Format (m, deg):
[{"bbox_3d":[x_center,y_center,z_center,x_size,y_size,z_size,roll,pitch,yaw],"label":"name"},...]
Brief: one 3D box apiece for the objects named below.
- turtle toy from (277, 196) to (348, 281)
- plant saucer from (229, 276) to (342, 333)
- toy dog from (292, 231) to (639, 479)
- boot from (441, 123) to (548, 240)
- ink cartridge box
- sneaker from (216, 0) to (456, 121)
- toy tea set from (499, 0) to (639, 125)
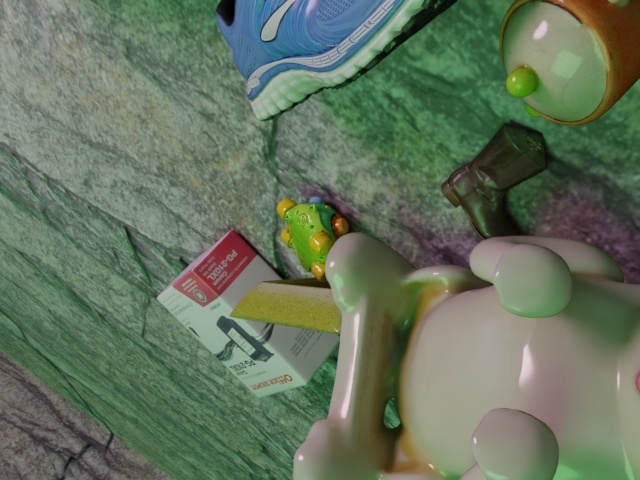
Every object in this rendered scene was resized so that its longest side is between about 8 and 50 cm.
[{"bbox_3d":[0.000,0.000,0.818,0.095,0.066,0.130,46,156,34],"label":"turtle toy"},{"bbox_3d":[0.017,0.073,0.826,0.188,0.188,0.045,2,92,42],"label":"plant saucer"},{"bbox_3d":[0.231,0.152,0.589,0.395,0.284,0.408,35,151,-33],"label":"toy dog"},{"bbox_3d":[0.182,-0.047,0.628,0.106,0.037,0.114,40,141,-4],"label":"boot"},{"bbox_3d":[-0.112,0.120,1.027,0.237,0.100,0.172,46,146,-8],"label":"ink cartridge box"},{"bbox_3d":[-0.001,-0.202,0.528,0.147,0.130,0.330,55,150,-15],"label":"sneaker"},{"bbox_3d":[0.170,-0.185,0.358,0.200,0.124,0.336,32,151,51],"label":"toy tea set"}]
